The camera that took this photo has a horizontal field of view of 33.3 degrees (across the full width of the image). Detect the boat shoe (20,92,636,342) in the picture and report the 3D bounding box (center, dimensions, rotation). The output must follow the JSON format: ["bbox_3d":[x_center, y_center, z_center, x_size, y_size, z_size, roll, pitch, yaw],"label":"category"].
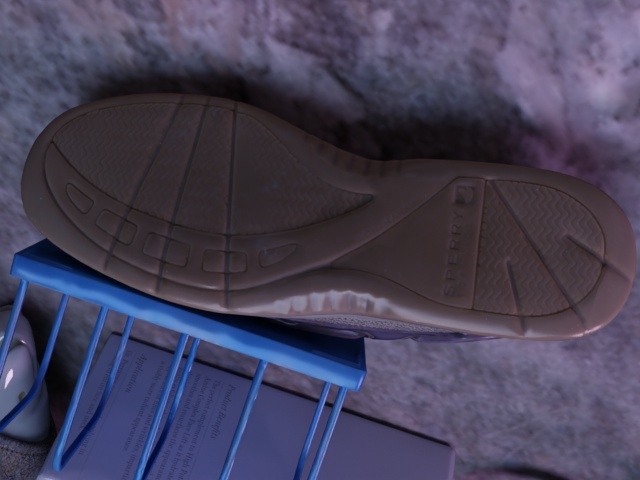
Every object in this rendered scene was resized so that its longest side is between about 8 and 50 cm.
[{"bbox_3d":[0.000,0.000,0.514,0.285,0.103,0.092,8,163,8],"label":"boat shoe"}]

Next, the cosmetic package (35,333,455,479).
[{"bbox_3d":[-0.044,0.154,0.643,0.231,0.117,0.085,21,132,-1],"label":"cosmetic package"}]

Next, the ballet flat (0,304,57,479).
[{"bbox_3d":[-0.236,0.066,0.627,0.106,0.107,0.316,-44,122,4],"label":"ballet flat"}]

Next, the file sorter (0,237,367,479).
[{"bbox_3d":[-0.074,0.071,0.553,0.170,0.118,0.104,19,98,-1],"label":"file sorter"}]
